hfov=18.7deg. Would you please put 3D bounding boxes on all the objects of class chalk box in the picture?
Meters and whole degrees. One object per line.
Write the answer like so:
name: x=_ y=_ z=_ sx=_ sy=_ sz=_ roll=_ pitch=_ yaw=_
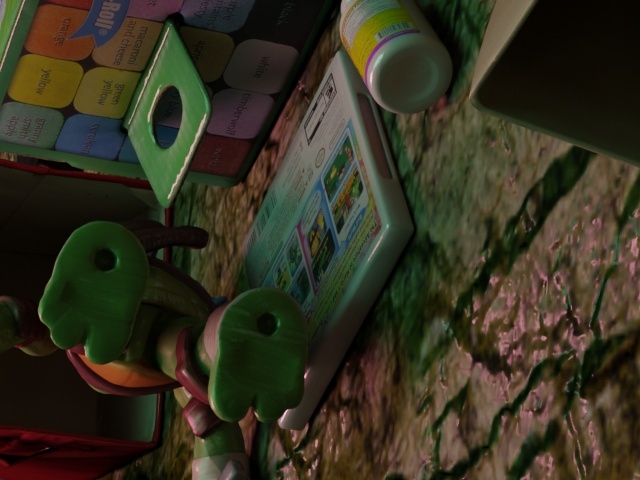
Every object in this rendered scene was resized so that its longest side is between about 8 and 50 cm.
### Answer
chalk box: x=-0.113 y=-0.155 z=1.183 sx=0.180 sy=0.179 sz=0.289 roll=119 pitch=151 yaw=-42

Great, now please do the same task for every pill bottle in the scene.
pill bottle: x=0.035 y=-0.100 z=0.976 sx=0.083 sy=0.043 sz=0.043 roll=-114 pitch=39 yaw=-55

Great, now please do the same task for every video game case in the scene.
video game case: x=0.000 y=0.000 z=1.059 sx=0.143 sy=0.019 sz=0.157 roll=-104 pitch=32 yaw=-44

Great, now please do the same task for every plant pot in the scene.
plant pot: x=0.124 y=-0.098 z=0.687 sx=0.096 sy=0.109 sz=0.109 roll=-85 pitch=18 yaw=-44

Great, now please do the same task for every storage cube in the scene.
storage cube: x=-0.224 y=0.064 z=1.367 sx=0.193 sy=0.184 sz=0.215 roll=146 pitch=129 yaw=-62

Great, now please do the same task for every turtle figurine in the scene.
turtle figurine: x=-0.121 y=0.102 z=1.061 sx=0.198 sy=0.275 sz=0.266 roll=54 pitch=158 yaw=1

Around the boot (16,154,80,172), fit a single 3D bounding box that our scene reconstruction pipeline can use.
boot: x=-0.232 y=-0.065 z=1.625 sx=0.099 sy=0.045 sz=0.121 roll=-8 pitch=67 yaw=65
